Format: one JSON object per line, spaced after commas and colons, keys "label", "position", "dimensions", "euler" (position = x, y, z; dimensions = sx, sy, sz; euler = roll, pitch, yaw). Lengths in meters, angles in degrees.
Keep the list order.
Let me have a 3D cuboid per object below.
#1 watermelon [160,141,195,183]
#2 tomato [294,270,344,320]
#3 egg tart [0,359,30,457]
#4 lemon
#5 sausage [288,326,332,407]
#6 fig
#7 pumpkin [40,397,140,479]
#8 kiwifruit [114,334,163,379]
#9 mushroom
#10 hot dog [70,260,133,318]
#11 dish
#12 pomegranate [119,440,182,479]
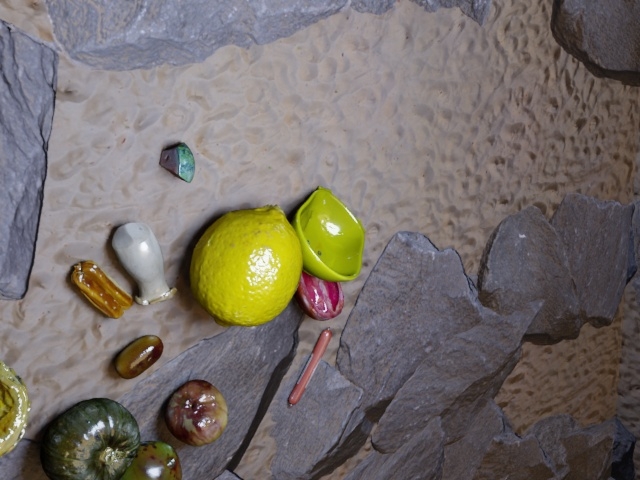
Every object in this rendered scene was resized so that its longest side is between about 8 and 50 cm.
{"label": "watermelon", "position": [-0.309, -0.162, 1.640], "dimensions": [0.072, 0.092, 0.084], "euler": [-26, 124, 19]}
{"label": "tomato", "position": [-0.027, 0.131, 1.952], "dimensions": [0.189, 0.099, 0.173], "euler": [6, 65, -55]}
{"label": "egg tart", "position": [-0.696, 0.339, 1.485], "dimensions": [0.241, 0.241, 0.106], "euler": [-30, 167, -26]}
{"label": "lemon", "position": [-0.165, 0.057, 1.730], "dimensions": [0.253, 0.253, 0.310], "euler": [28, 89, -43]}
{"label": "sausage", "position": [-0.029, 0.357, 2.113], "dimensions": [0.034, 0.034, 0.253], "euler": [27, 90, -43]}
{"label": "fig", "position": [-0.280, 0.448, 1.876], "dimensions": [0.143, 0.160, 0.231], "euler": [-26, 137, 22]}
{"label": "pumpkin", "position": [-0.511, 0.463, 1.686], "dimensions": [0.223, 0.157, 0.224], "euler": [-21, 119, -44]}
{"label": "kiwifruit", "position": [-0.418, 0.268, 1.733], "dimensions": [0.124, 0.075, 0.075], "euler": [-43, 130, -20]}
{"label": "mushroom", "position": [-0.388, 0.054, 1.653], "dimensions": [0.097, 0.088, 0.212], "euler": [-36, 130, -36]}
{"label": "hot dog", "position": [-0.476, 0.107, 1.634], "dimensions": [0.071, 0.045, 0.165], "euler": [-46, 130, -12]}
{"label": "dish", "position": [0.000, 0.000, 1.894], "dimensions": [0.221, 0.108, 0.262], "euler": [45, 35, -16]}
{"label": "pomegranate", "position": [-0.427, 0.573, 1.818], "dimensions": [0.205, 0.159, 0.159], "euler": [-39, 134, 15]}
